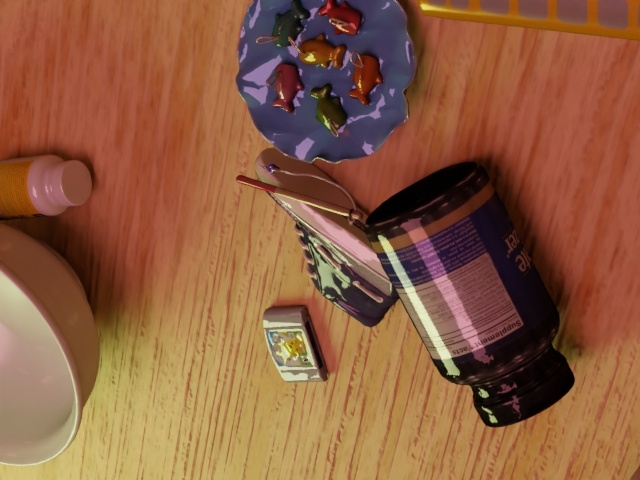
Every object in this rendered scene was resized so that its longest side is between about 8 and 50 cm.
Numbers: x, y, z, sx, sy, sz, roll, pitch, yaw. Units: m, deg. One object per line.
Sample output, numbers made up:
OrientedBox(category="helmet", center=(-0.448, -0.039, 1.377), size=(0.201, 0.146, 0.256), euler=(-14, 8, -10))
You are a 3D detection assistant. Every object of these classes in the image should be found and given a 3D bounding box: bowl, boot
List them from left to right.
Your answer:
OrientedBox(category="bowl", center=(-0.342, 0.084, 1.967), size=(0.298, 0.134, 0.298), euler=(18, 130, 23))
OrientedBox(category="boot", center=(0.000, 0.000, 1.746), size=(0.190, 0.069, 0.086), euler=(40, 124, 7))

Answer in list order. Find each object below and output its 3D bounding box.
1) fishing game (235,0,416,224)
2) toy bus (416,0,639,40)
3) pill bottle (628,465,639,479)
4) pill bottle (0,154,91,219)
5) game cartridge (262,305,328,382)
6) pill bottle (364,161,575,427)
OrientedBox(category="fishing game", center=(-0.001, -0.154, 1.645), size=(0.189, 0.041, 0.264), euler=(19, 108, 26))
OrientedBox(category="toy bus", center=(0.182, -0.242, 1.469), size=(0.332, 0.108, 0.130), euler=(10, 122, 28))
OrientedBox(category="pill bottle", center=(0.373, 0.313, 1.622), size=(0.272, 0.152, 0.152), euler=(32, 128, 15))
OrientedBox(category="pill bottle", center=(-0.296, -0.056, 1.913), size=(0.116, 0.065, 0.065), euler=(-4, 112, 35))
OrientedBox(category="game cartridge", center=(-0.028, 0.106, 1.860), size=(0.056, 0.017, 0.083), euler=(-4, 113, 39))
OrientedBox(category="pill bottle", center=(0.138, 0.051, 1.649), size=(0.123, 0.123, 0.219), euler=(-20, 104, 39))
